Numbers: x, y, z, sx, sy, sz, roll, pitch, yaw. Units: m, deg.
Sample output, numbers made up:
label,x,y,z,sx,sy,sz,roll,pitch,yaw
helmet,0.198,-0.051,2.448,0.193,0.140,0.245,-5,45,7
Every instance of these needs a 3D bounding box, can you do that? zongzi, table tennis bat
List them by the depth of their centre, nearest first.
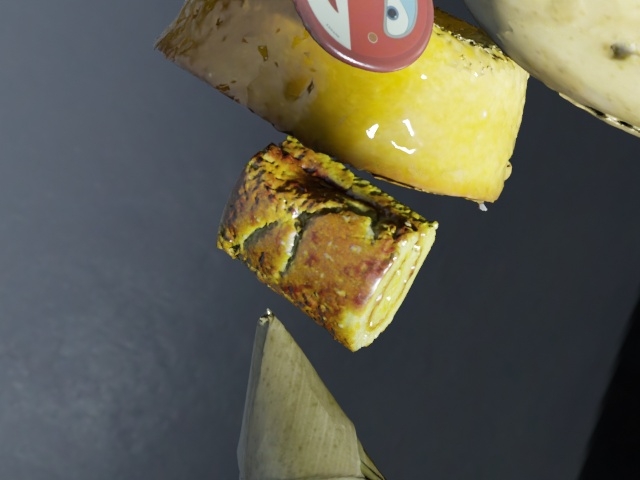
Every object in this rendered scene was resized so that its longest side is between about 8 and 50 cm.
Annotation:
label,x,y,z,sx,sy,sz,roll,pitch,yaw
table tennis bat,0.003,-0.152,0.917,0.019,0.155,0.098,-29,-124,55
zongzi,0.097,0.324,1.365,0.500,0.218,0.466,9,-69,47

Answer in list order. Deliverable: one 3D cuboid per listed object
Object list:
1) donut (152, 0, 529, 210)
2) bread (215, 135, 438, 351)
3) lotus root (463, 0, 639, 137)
label,x,y,z,sx,sy,sz,roll,pitch,yaw
donut,0.026,-0.128,1.072,0.277,0.278,0.108,-101,-146,-75
bread,0.000,0.000,1.367,0.103,0.172,0.132,-20,141,-57
lotus root,0.143,-0.095,0.476,0.160,0.284,0.146,-44,154,-79
